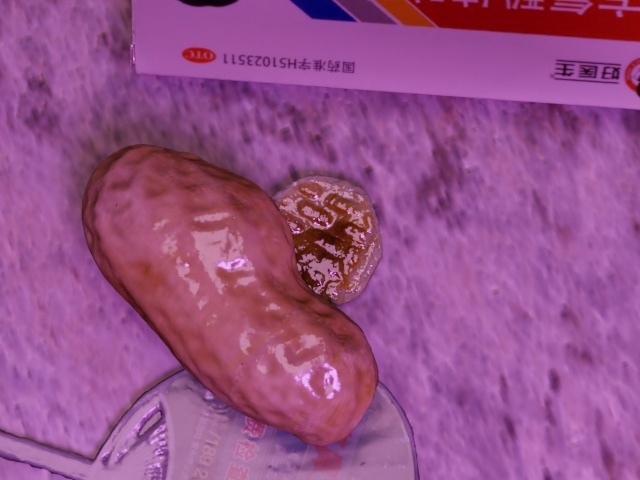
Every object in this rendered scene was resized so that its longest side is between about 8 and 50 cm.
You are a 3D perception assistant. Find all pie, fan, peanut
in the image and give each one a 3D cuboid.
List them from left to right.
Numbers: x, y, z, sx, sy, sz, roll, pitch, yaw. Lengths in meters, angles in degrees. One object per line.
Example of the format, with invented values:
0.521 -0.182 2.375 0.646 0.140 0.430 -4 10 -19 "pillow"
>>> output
-0.080 0.183 1.185 0.294 0.012 0.223 -11 78 -1 "fan"
-0.053 0.028 1.166 0.108 0.095 0.226 -47 71 17 "peanut"
0.000 0.000 1.220 0.084 0.020 0.084 0 78 1 "pie"

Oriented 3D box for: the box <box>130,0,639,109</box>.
0.064 -0.192 1.175 0.353 0.214 0.069 5 35 4 "box"
